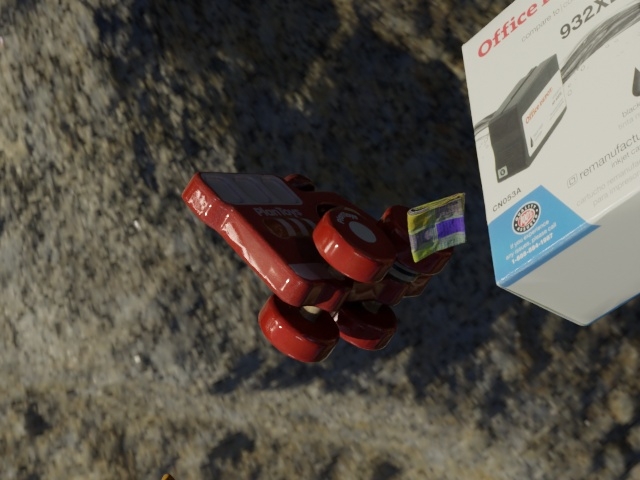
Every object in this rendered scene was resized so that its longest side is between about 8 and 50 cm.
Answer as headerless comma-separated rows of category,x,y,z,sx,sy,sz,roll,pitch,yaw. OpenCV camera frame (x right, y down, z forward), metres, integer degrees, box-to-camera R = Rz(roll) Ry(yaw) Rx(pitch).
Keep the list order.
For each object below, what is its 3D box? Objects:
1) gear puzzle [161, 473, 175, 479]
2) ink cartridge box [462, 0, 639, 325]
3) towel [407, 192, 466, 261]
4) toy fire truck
gear puzzle,-0.117,0.407,1.420,0.044,0.338,0.175,-23,164,36
ink cartridge box,0.264,-0.113,1.282,0.129,0.307,0.223,23,136,-31
towel,0.114,-0.013,1.334,0.060,0.009,0.083,-20,144,-8
toy fire truck,0.000,0.000,1.701,0.302,0.254,0.169,-4,135,-53
